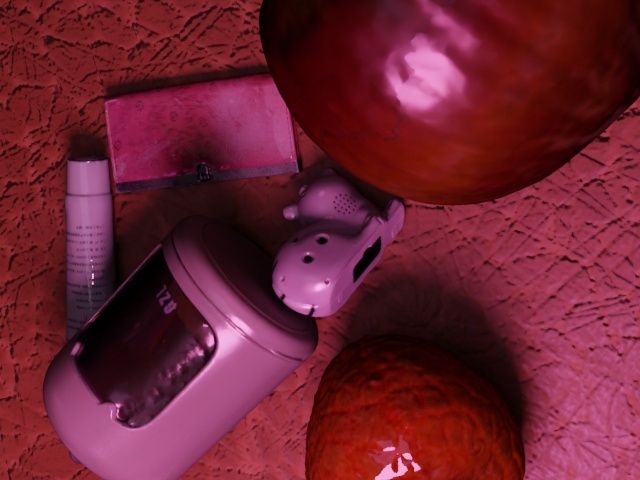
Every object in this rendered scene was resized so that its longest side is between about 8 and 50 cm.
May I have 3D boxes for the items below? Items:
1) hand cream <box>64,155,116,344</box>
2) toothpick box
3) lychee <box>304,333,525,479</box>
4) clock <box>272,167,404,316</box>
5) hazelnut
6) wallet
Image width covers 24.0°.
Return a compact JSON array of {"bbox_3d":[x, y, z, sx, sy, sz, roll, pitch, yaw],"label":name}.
[{"bbox_3d":[-0.277,0.065,1.809,0.085,0.058,0.331,2,98,12],"label":"hand cream"},{"bbox_3d":[-0.170,0.149,1.709,0.229,0.229,0.316,47,105,7],"label":"toothpick box"},{"bbox_3d":[0.097,0.237,1.610,0.255,0.300,0.255,-4,132,-5],"label":"lychee"},{"bbox_3d":[0.000,0.000,1.670,0.117,0.080,0.176,29,62,21],"label":"clock"},{"bbox_3d":[0.143,-0.246,1.466,0.402,0.402,0.429,38,99,10],"label":"hazelnut"},{"bbox_3d":[-0.139,-0.125,1.758,0.232,0.025,0.119,-6,95,18],"label":"wallet"}]
